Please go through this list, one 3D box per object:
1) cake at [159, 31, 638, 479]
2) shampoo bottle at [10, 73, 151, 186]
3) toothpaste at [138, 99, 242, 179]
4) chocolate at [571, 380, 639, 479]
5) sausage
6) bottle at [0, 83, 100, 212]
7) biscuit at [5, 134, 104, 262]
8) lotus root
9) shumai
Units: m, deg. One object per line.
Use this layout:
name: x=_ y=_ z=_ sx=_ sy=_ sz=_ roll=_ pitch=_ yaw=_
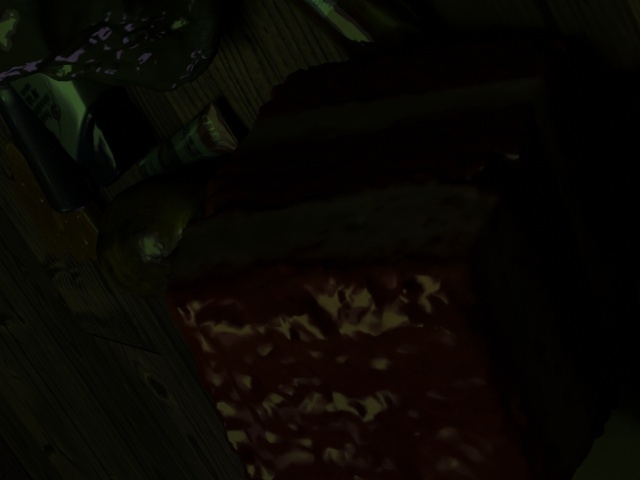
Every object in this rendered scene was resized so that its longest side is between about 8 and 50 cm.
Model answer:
cake: x=0.075 y=0.038 z=1.167 sx=0.270 sy=0.319 sz=0.269 roll=-7 pitch=125 yaw=29
shampoo bottle: x=-0.339 y=-0.227 z=1.812 sx=0.359 sy=0.078 sz=0.134 roll=50 pitch=150 yaw=-2
toothpaste: x=-0.148 y=-0.104 z=1.724 sx=0.062 sy=0.039 sz=0.239 roll=59 pitch=152 yaw=-6
chocolate: x=0.246 y=0.244 z=1.294 sx=0.326 sy=0.297 sz=0.314 roll=17 pitch=165 yaw=43
sausage: x=-0.038 y=-0.256 z=1.277 sx=0.371 sy=0.082 sz=0.082 roll=44 pitch=155 yaw=8
bottle: x=-0.363 y=-0.150 z=1.968 sx=0.082 sy=0.072 sz=0.244 roll=45 pitch=162 yaw=52
biscuit: x=-0.356 y=-0.045 z=2.148 sx=0.238 sy=0.041 sz=0.212 roll=25 pitch=140 yaw=42
lotus root: x=-0.157 y=-0.007 z=1.727 sx=0.314 sy=0.169 sz=0.141 roll=160 pitch=107 yaw=-64
shumai: x=-0.310 y=-0.255 z=1.436 sx=0.397 sy=0.323 sz=0.324 roll=52 pitch=154 yaw=-5
